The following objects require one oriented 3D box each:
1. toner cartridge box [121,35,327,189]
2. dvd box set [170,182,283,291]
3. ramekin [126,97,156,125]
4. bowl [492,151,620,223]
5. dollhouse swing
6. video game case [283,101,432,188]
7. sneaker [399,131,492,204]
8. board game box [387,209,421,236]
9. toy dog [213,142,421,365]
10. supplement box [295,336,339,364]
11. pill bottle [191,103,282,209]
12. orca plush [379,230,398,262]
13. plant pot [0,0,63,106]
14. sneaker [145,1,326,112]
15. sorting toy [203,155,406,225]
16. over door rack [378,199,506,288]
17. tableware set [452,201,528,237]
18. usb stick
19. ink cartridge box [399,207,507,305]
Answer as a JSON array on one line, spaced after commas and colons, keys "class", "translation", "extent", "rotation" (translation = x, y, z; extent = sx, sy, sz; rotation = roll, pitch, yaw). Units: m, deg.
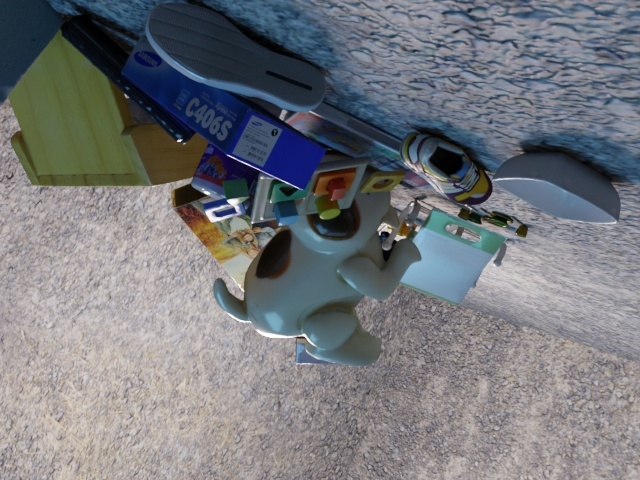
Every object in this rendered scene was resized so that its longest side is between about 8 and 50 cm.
[{"class": "toner cartridge box", "translation": [-0.155, -0.200, 1.339], "extent": [0.165, 0.075, 0.348], "rotation": [24, -170, -46]}, {"class": "dvd box set", "translation": [-0.101, -0.022, 1.955], "extent": [0.307, 0.062, 0.420], "rotation": [-18, 143, 11]}, {"class": "ramekin", "translation": [-0.416, -0.237, 2.011], "extent": [0.207, 0.207, 0.109], "rotation": [23, 132, 3]}, {"class": "bowl", "translation": [0.315, -0.074, 1.151], "extent": [0.142, 0.053, 0.142], "rotation": [25, 176, -22]}, {"class": "dollhouse swing", "translation": [-0.413, -0.266, 1.718], "extent": [0.346, 0.305, 0.315], "rotation": [2, -167, 35]}, {"class": "video game case", "translation": [0.082, -0.160, 1.484], "extent": [0.285, 0.025, 0.204], "rotation": [24, 175, -11]}, {"class": "sneaker", "translation": [0.204, -0.099, 1.309], "extent": [0.185, 0.070, 0.084], "rotation": [25, 180, -31]}, {"class": "board game box", "translation": [0.013, -0.109, 2.251], "extent": [0.390, 0.050, 0.390], "rotation": [24, 175, -19]}, {"class": "toy dog", "translation": [0.000, 0.000, 1.757], "extent": [0.395, 0.408, 0.285], "rotation": [8, -141, -11]}, {"class": "supplement box", "translation": [0.009, 0.166, 1.958], "extent": [0.130, 0.239, 0.073], "rotation": [2, 131, -2]}, {"class": "pill bottle", "translation": [-0.136, -0.160, 1.498], "extent": [0.108, 0.194, 0.108], "rotation": [23, 175, 2]}, {"class": "orca plush", "translation": [0.147, -0.002, 2.203], "extent": [0.287, 0.151, 0.102], "rotation": [31, 133, 12]}, {"class": "plant pot", "translation": [-0.599, -0.359, 1.324], "extent": [0.247, 0.248, 0.252], "rotation": [21, 158, 22]}, {"class": "sneaker", "translation": [-0.120, -0.235, 1.183], "extent": [0.258, 0.094, 0.091], "rotation": [24, 171, -21]}, {"class": "sorting toy", "translation": [-0.017, -0.071, 1.437], "extent": [0.347, 0.047, 0.196], "rotation": [-10, 161, -14]}, {"class": "over door rack", "translation": [0.244, 0.025, 1.995], "extent": [0.239, 0.108, 0.324], "rotation": [25, 164, -12]}, {"class": "tableware set", "translation": [0.331, -0.035, 1.696], "extent": [0.154, 0.024, 0.104], "rotation": [18, 174, 42]}, {"class": "usb stick", "translation": [-0.319, -0.273, 1.480], "extent": [0.278, 0.045, 0.077], "rotation": [43, -160, -12]}, {"class": "ink cartridge box", "translation": [0.262, 0.024, 1.826], "extent": [0.171, 0.056, 0.235], "rotation": [21, 132, -6]}]
